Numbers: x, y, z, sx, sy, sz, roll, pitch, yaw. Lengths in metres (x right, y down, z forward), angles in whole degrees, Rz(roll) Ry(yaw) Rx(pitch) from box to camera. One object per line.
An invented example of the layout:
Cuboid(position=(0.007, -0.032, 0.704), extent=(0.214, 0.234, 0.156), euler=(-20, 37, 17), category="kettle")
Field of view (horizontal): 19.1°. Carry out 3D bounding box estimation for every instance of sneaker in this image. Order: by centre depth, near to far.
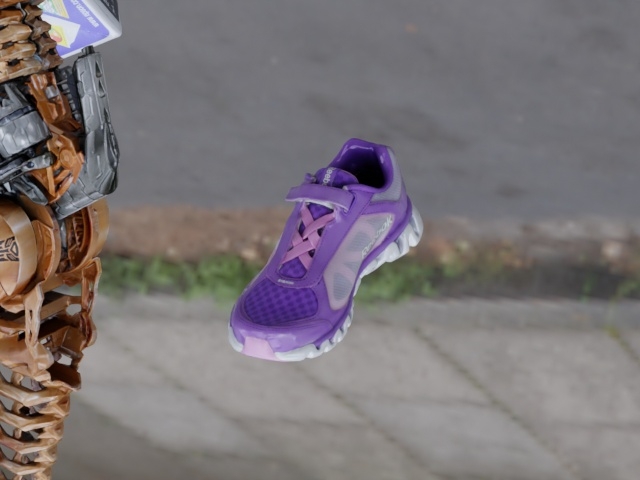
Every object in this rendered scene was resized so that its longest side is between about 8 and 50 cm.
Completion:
Cuboid(position=(0.000, 0.000, 1.504), extent=(0.095, 0.236, 0.104), euler=(17, 133, 24), category="sneaker")

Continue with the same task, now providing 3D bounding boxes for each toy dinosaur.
Cuboid(position=(-0.188, -0.018, 0.986), extent=(0.218, 0.321, 0.164), euler=(4, 178, 35), category="toy dinosaur")

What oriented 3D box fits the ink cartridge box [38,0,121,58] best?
Cuboid(position=(-0.273, -0.169, 1.278), extent=(0.208, 0.045, 0.206), euler=(-21, 146, 14), category="ink cartridge box")
